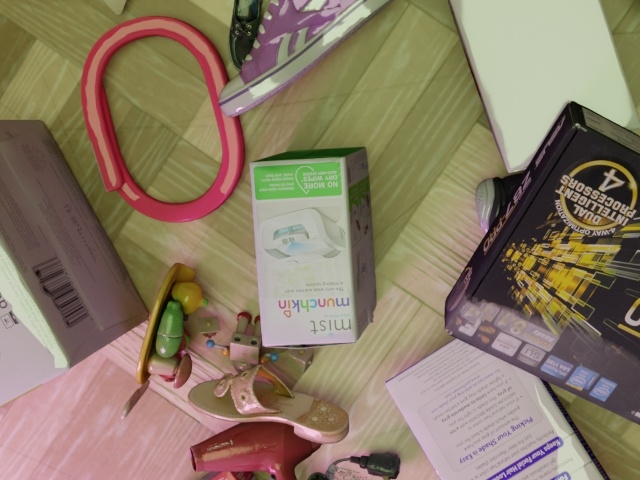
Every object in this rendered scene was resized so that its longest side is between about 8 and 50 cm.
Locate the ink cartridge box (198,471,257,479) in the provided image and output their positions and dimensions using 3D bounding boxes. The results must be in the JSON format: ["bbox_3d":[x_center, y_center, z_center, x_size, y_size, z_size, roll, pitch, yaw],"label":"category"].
[{"bbox_3d":[-0.123,0.420,1.664,0.127,0.072,0.175,-36,91,9],"label":"ink cartridge box"}]

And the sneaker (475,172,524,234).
[{"bbox_3d":[0.320,0.021,1.531,0.153,0.101,0.268,-24,90,24],"label":"sneaker"}]

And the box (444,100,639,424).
[{"bbox_3d":[0.397,0.055,1.423,0.395,0.097,0.318,26,117,-7],"label":"box"}]

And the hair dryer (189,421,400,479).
[{"bbox_3d":[-0.041,0.328,1.583,0.293,0.223,0.080,20,138,7],"label":"hair dryer"}]

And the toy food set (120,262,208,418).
[{"bbox_3d":[-0.202,0.143,1.612,0.071,0.128,0.218,18,100,4],"label":"toy food set"}]

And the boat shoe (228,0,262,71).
[{"bbox_3d":[-0.104,-0.302,1.587,0.049,0.040,0.142,6,98,6],"label":"boat shoe"}]

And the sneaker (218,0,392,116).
[{"bbox_3d":[-0.055,-0.300,1.552,0.282,0.102,0.161,-40,95,-1],"label":"sneaker"}]

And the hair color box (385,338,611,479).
[{"bbox_3d":[0.256,0.288,1.537,0.185,0.110,0.339,-33,72,9],"label":"hair color box"}]

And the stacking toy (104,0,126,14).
[{"bbox_3d":[-0.336,-0.488,1.587,0.279,0.130,0.309,28,104,-24],"label":"stacking toy"}]

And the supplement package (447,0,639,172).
[{"bbox_3d":[0.273,-0.254,1.477,0.175,0.177,0.293,-19,94,9],"label":"supplement package"}]

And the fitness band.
[{"bbox_3d":[-0.219,-0.167,1.616,0.209,0.054,0.291,-14,96,6],"label":"fitness band"}]

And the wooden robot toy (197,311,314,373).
[{"bbox_3d":[-0.095,0.157,1.644,0.173,0.076,0.079,12,134,5],"label":"wooden robot toy"}]

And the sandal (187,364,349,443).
[{"bbox_3d":[-0.072,0.206,1.588,0.240,0.088,0.079,13,126,20],"label":"sandal"}]

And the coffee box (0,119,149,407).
[{"bbox_3d":[-0.488,0.062,1.530,0.334,0.338,0.337,-28,93,10],"label":"coffee box"}]

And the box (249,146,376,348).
[{"bbox_3d":[0.000,0.000,1.501,0.127,0.262,0.231,-2,98,8],"label":"box"}]
